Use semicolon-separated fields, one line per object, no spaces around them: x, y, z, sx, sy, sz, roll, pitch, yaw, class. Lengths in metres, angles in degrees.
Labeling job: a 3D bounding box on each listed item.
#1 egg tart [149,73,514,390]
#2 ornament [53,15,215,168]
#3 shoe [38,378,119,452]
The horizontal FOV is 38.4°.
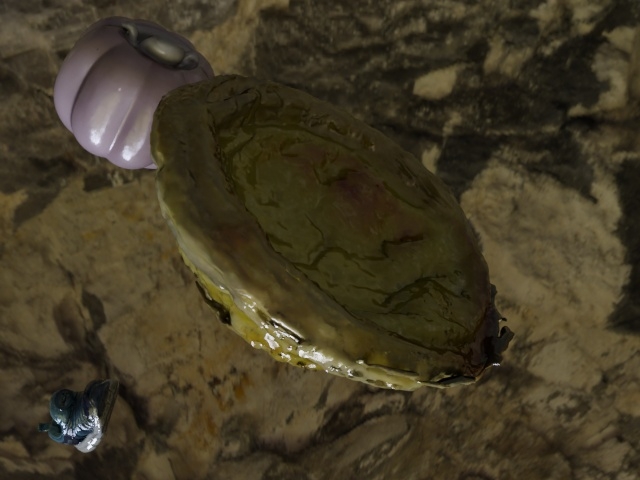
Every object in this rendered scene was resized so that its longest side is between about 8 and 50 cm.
0.000;0.000;0.616;0.279;0.095;0.278;26;-146;-20;egg tart
-0.204;-0.173;1.036;0.178;0.177;0.177;1;-117;-2;ornament
-0.265;0.188;1.017;0.071;0.143;0.063;19;-124;-17;shoe
